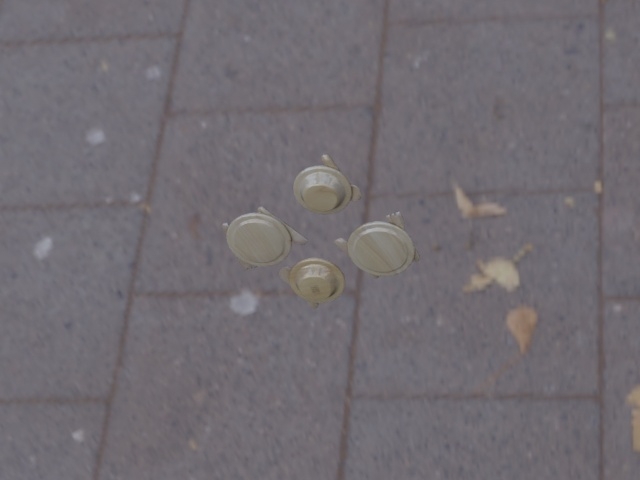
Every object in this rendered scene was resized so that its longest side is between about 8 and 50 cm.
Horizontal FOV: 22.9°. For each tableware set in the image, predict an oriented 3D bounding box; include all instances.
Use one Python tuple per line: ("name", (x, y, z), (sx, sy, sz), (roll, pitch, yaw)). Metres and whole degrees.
("tableware set", (0.000, 0.000, 1.501), (0.168, 0.141, 0.020), (-31, 27, 29))
